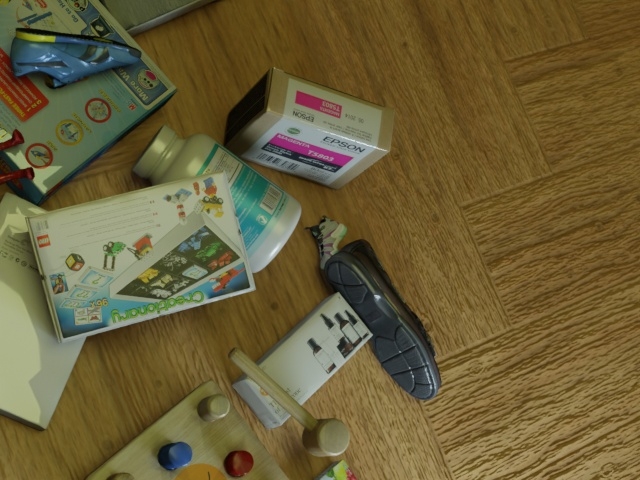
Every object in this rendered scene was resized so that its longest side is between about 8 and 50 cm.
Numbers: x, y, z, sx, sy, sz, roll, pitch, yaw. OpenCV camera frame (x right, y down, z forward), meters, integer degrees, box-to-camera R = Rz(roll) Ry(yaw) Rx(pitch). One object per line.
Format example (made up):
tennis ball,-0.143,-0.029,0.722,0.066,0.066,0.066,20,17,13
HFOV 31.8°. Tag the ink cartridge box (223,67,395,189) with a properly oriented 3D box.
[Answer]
ink cartridge box,-0.022,-0.185,1.912,0.234,0.193,0.088,17,67,-21

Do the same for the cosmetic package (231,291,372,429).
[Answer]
cosmetic package,-0.027,0.196,1.862,0.099,0.060,0.239,50,59,-3

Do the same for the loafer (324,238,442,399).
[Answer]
loafer,0.127,0.131,1.933,0.302,0.109,0.095,55,48,-8

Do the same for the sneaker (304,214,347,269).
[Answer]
sneaker,0.000,0.000,1.957,0.069,0.038,0.098,31,54,-13

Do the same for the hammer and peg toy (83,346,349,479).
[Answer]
hammer and peg toy,-0.150,0.345,1.703,0.361,0.127,0.266,-39,93,-27

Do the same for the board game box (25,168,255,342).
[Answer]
board game box,-0.269,0.022,1.692,0.305,0.053,0.193,-14,92,-16

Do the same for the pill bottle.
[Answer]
pill bottle,-0.172,-0.075,1.827,0.264,0.146,0.146,36,61,-12

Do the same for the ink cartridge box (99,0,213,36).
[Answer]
ink cartridge box,-0.292,-0.534,1.929,0.307,0.072,0.303,-30,95,-23

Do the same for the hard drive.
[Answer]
hard drive,-0.445,0.104,1.689,0.203,0.040,0.307,28,63,-17

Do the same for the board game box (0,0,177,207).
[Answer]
board game box,-0.441,-0.258,1.784,0.308,0.086,0.302,49,59,-5

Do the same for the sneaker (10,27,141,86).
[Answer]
sneaker,-0.379,-0.278,1.743,0.209,0.069,0.082,-1,107,-36

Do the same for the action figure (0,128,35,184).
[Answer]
action figure,-0.563,-0.086,1.603,0.280,0.139,0.091,-18,92,-4

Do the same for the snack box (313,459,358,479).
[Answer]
snack box,0.036,0.443,1.826,0.100,0.037,0.141,-36,92,-30
